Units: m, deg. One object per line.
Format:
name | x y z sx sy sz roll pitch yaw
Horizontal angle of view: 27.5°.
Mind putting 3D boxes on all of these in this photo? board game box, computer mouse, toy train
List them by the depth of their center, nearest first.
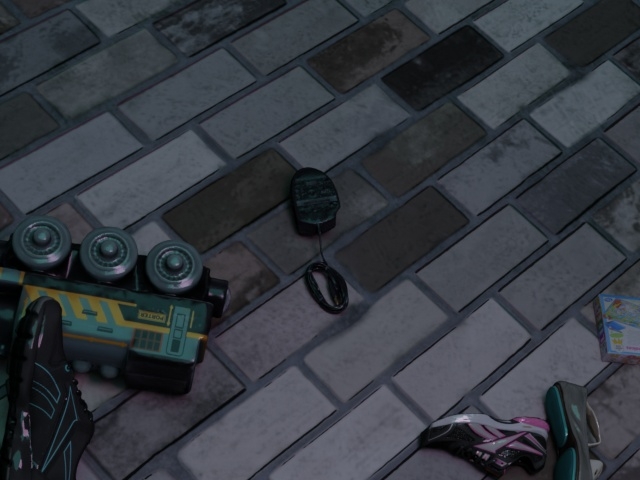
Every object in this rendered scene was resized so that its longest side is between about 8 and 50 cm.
toy train | -0.289 0.088 1.723 0.334 0.142 0.190 11 63 -6
computer mouse | 0.000 0.000 1.916 0.071 0.041 0.242 -6 63 -7
board game box | 0.487 0.136 1.941 0.154 0.026 0.103 7 54 -10

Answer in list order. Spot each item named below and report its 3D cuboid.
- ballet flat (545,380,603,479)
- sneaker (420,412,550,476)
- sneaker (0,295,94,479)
ballet flat | 0.351 0.287 1.774 0.068 0.072 0.213 10 53 -12
sneaker | 0.225 0.277 1.753 0.178 0.072 0.077 2 66 -6
sneaker | -0.335 0.203 1.616 0.106 0.101 0.267 7 86 -23
